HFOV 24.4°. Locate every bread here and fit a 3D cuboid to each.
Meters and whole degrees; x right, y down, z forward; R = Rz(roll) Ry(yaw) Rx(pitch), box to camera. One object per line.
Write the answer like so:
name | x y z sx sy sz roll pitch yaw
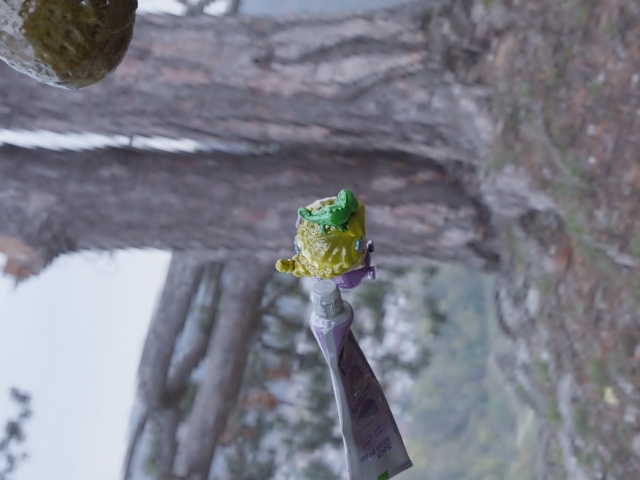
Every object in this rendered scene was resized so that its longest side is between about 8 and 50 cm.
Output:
bread | -0.327 -0.304 1.837 0.123 0.230 0.230 -36 34 44

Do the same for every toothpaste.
toothpaste | 0.037 0.161 1.602 0.075 0.048 0.301 -43 -45 -30

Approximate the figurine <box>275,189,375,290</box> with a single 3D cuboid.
figurine | 0.000 0.000 1.653 0.156 0.115 0.095 74 -176 -68
